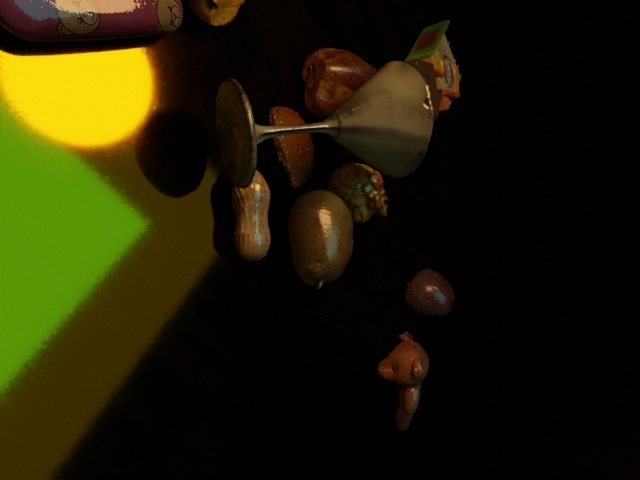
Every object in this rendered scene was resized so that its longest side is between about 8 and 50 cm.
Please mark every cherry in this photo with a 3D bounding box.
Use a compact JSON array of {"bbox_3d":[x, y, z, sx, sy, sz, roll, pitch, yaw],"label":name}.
[{"bbox_3d":[0.379,0.185,1.471,0.176,0.176,0.140,-41,150,-40],"label":"cherry"}]

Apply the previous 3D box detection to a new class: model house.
[{"bbox_3d":[0.273,-0.397,1.313,0.204,0.211,0.244,-15,96,-45],"label":"model house"}]

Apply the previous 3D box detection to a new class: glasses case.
[{"bbox_3d":[-0.373,-0.403,0.705,0.316,0.075,0.123,-31,111,-43],"label":"glasses case"}]

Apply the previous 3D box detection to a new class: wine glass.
[{"bbox_3d":[0.002,-0.243,0.900,0.405,0.267,0.268,-11,99,-28],"label":"wine glass"}]

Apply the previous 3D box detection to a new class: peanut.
[{"bbox_3d":[-0.152,-0.058,0.941,0.087,0.087,0.207,-4,92,-48],"label":"peanut"}]

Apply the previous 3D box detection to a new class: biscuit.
[{"bbox_3d":[-0.065,-0.241,1.081,0.126,0.025,0.206,-32,114,-42],"label":"biscuit"}]

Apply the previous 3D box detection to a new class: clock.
[{"bbox_3d":[0.446,-0.638,1.585,0.255,0.106,0.220,50,55,-35],"label":"clock"}]

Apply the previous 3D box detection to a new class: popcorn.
[{"bbox_3d":[0.106,-0.130,1.172,0.170,0.180,0.180,-15,103,-13],"label":"popcorn"}]

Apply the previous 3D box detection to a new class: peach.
[{"bbox_3d":[-0.221,-0.517,0.844,0.151,0.118,0.151,-57,173,-11],"label":"peach"}]

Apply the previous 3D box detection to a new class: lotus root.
[{"bbox_3d":[0.074,-0.404,1.140,0.290,0.193,0.194,2,88,-42],"label":"lotus root"}]

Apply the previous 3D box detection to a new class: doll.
[{"bbox_3d":[0.251,0.465,1.370,0.201,0.156,0.304,-88,-174,-73],"label":"doll"}]

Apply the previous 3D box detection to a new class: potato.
[{"bbox_3d":[0.000,0.000,1.062,0.174,0.159,0.252,8,71,-21],"label":"potato"}]
